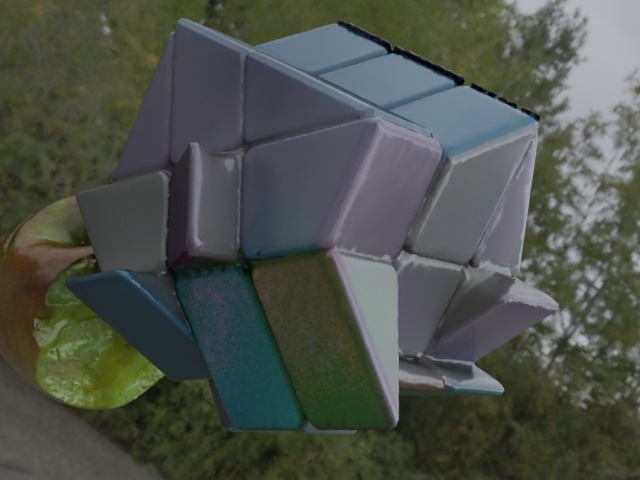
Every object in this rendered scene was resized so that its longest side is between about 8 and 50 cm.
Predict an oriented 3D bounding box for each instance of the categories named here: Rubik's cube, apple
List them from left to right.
[{"bbox_3d":[-0.244,0.072,1.136,0.246,0.246,0.226,31,-39,46],"label":"apple"},{"bbox_3d":[0.000,0.000,0.904,0.358,0.368,0.387,12,17,-45],"label":"Rubik's cube"}]
